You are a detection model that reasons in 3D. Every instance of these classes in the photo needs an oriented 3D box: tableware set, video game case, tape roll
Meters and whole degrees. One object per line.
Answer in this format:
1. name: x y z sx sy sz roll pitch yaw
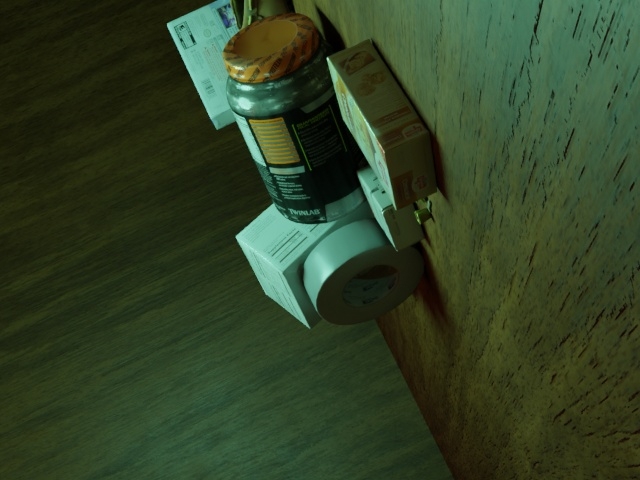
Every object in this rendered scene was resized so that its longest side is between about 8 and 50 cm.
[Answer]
1. tableware set: 0.129 -0.097 1.504 0.104 0.024 0.154 72 172 -71
2. video game case: -0.164 -0.399 2.057 0.061 0.244 0.269 68 176 -67
3. tape roll: 0.079 0.060 1.787 0.219 0.219 0.072 69 176 -53

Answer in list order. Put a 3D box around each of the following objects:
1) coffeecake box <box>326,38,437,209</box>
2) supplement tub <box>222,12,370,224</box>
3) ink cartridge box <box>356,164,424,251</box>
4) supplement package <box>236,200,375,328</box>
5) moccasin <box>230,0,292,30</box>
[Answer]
1. coffeecake box: 0.085 -0.158 1.324 0.142 0.068 0.185 71 173 -58
2. supplement tub: -0.036 -0.211 1.696 0.207 0.207 0.338 -119 5 -52
3. ink cartridge box: 0.119 -0.061 1.651 0.135 0.056 0.099 -118 4 -52
4. supplement package: 0.000 0.000 1.899 0.145 0.262 0.204 36 160 36
5. moccasin: -0.161 -0.532 1.820 0.380 0.147 0.139 72 172 -68
